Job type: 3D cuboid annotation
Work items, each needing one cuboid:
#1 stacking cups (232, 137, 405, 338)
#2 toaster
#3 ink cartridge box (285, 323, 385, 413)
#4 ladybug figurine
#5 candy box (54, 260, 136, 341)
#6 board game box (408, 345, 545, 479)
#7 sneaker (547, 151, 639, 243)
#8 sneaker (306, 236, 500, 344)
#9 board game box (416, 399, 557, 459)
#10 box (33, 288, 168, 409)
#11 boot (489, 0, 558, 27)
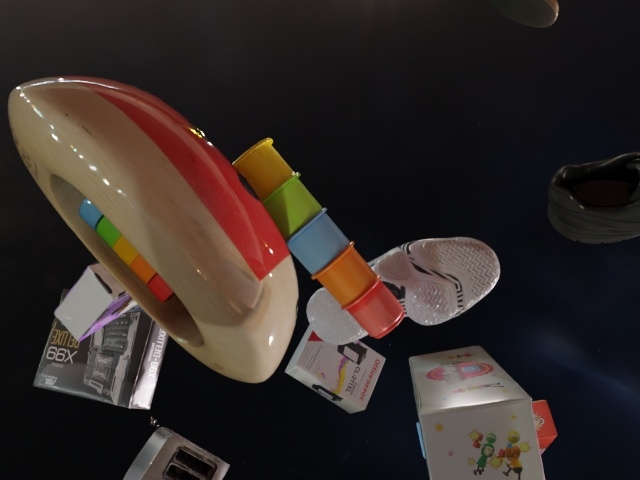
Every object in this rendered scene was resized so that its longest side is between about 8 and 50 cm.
[{"bbox_3d":[0.000,0.000,0.707,0.316,0.096,0.096,47,-131,-5],"label":"stacking cups"},{"bbox_3d":[-0.291,0.471,0.959,0.185,0.110,0.168,40,-119,-19],"label":"toaster"},{"bbox_3d":[0.034,0.264,1.048,0.175,0.072,0.127,34,-123,-6],"label":"ink cartridge box"},{"bbox_3d":[-0.186,-0.026,0.608,0.449,0.305,0.162,50,-119,-7],"label":"ladybug figurine"},{"bbox_3d":[-0.339,0.070,0.867,0.070,0.165,0.196,50,-144,0],"label":"candy box"},{"bbox_3d":[0.164,0.283,0.498,0.097,0.224,0.304,-11,-92,7],"label":"board game box"},{"bbox_3d":[0.400,-0.051,0.544,0.286,0.130,0.109,-6,-109,32],"label":"sneaker"},{"bbox_3d":[0.160,0.071,0.892,0.210,0.365,0.137,-23,-92,-55],"label":"sneaker"},{"bbox_3d":[0.338,0.416,1.022,0.242,0.316,0.064,-14,-122,10],"label":"board game box"},{"bbox_3d":[-0.517,0.253,1.179,0.307,0.076,0.243,3,-109,23],"label":"box"},{"bbox_3d":[0.433,-0.606,1.131,0.115,0.112,0.305,-42,-111,-8],"label":"boot"}]
